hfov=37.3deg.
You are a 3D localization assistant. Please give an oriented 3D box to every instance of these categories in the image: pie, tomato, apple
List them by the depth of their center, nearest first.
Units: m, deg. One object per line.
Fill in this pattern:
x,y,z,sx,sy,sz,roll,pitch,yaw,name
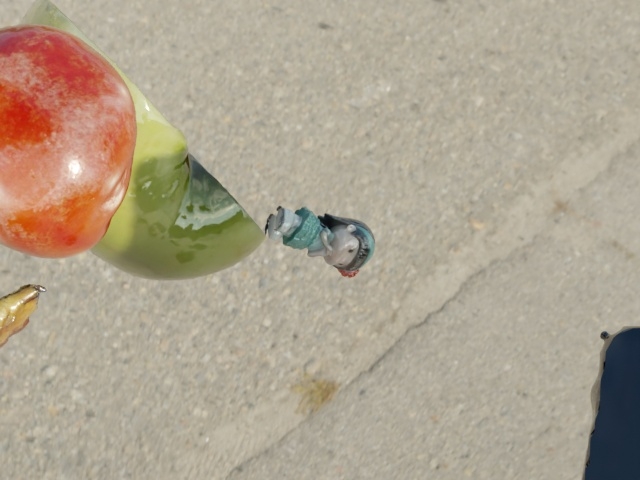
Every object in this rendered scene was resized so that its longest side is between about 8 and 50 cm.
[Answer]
-0.266,0.085,0.666,0.170,0.092,0.034,-40,96,-34,pie
-0.230,-0.078,0.763,0.187,0.187,0.151,50,20,25,tomato
-0.230,-0.127,1.158,0.312,0.320,0.360,-5,28,-32,apple

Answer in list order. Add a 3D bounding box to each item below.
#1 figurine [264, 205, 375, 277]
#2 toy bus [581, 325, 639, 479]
0.000,0.000,0.879,0.106,0.060,0.047,19,35,-24,figurine
0.310,0.285,0.842,0.171,0.162,0.386,7,66,25,toy bus
